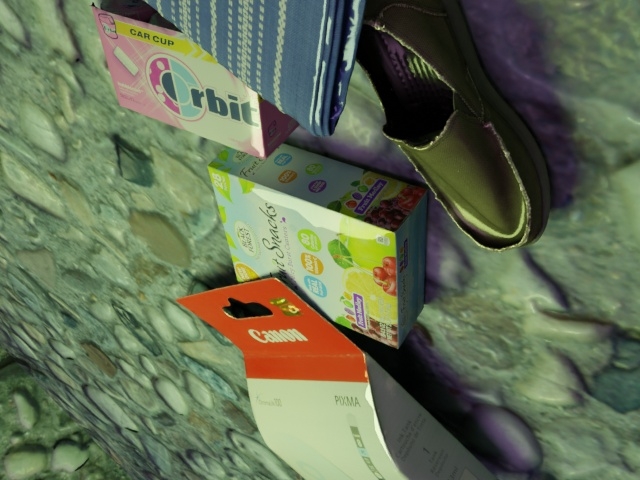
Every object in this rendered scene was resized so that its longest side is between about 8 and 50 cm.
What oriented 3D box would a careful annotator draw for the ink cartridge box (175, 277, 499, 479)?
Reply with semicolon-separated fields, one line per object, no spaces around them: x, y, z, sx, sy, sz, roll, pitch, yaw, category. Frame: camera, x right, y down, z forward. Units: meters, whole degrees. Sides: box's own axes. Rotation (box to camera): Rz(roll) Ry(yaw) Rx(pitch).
-0.011;0.212;0.869;0.385;0.091;0.308;44;152;-18;ink cartridge box

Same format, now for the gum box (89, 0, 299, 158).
-0.115;-0.159;0.632;0.188;0.062;0.107;22;141;23;gum box

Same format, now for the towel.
-0.088;-0.247;0.471;0.336;0.040;0.243;42;147;24;towel

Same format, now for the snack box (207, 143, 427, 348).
0.000;0.000;0.698;0.207;0.070;0.174;21;142;26;snack box

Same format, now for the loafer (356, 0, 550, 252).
0.087;-0.082;0.515;0.094;0.087;0.251;-12;121;48;loafer
